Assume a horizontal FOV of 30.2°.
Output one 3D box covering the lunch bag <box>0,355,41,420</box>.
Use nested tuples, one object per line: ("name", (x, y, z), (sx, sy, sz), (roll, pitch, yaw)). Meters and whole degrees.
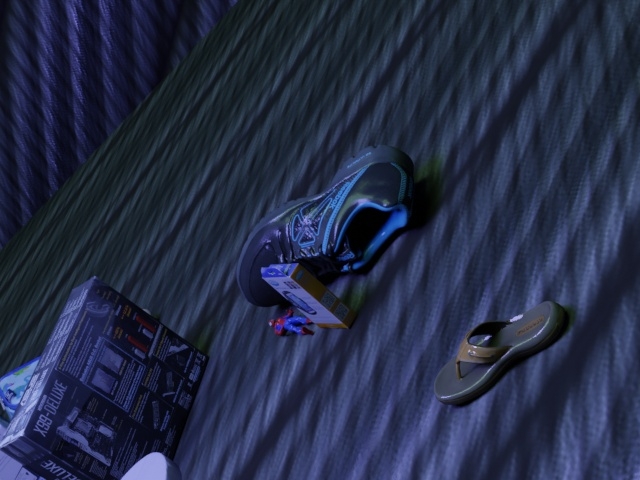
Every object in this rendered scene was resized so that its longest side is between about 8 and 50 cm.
("lunch bag", (-0.440, 0.241, 2.029), (0.219, 0.090, 0.176), (-28, 20, -18))

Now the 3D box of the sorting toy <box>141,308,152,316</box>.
("sorting toy", (-0.373, 0.234, 2.165), (0.196, 0.047, 0.347), (-39, 28, 10))

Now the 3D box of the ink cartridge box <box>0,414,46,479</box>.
("ink cartridge box", (-0.507, 0.379, 2.014), (0.082, 0.191, 0.140), (-54, 24, -10))

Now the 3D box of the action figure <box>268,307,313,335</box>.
("action figure", (-0.045, 0.124, 1.766), (0.115, 0.030, 0.038), (-10, 52, 59))

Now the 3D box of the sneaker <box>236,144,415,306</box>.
("sneaker", (0.000, 0.000, 1.745), (0.341, 0.125, 0.139), (-42, 30, 25))

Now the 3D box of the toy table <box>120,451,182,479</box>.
("toy table", (-0.203, 0.419, 1.461), (0.252, 0.161, 0.274), (-15, 42, 54))

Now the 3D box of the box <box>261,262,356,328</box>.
("box", (-0.021, 0.073, 1.658), (0.028, 0.136, 0.081), (-55, 24, -21))

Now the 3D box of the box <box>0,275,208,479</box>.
("box", (-0.323, 0.245, 1.819), (0.076, 0.242, 0.307), (-29, 33, 40))

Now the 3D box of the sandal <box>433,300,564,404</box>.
("sandal", (0.192, 0.117, 1.329), (0.180, 0.049, 0.072), (-38, 27, 27))
